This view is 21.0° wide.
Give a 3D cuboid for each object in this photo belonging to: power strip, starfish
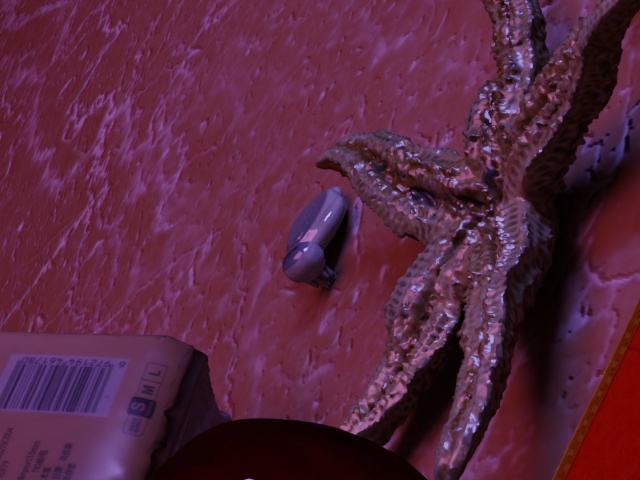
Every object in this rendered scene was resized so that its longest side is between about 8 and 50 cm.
[{"bbox_3d":[0.000,0.000,1.130,0.055,0.035,0.083,-42,17,35],"label":"power strip"},{"bbox_3d":[0.073,-0.013,0.937,0.357,0.078,0.347,-64,24,8],"label":"starfish"}]

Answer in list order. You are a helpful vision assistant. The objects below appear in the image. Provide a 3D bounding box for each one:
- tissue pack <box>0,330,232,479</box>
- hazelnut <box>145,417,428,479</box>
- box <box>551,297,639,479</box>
[{"bbox_3d":[-0.182,0.227,0.995,0.238,0.238,0.305,-40,22,39],"label":"tissue pack"},{"bbox_3d":[-0.021,0.195,0.760,0.229,0.229,0.229,-44,29,33],"label":"hazelnut"},{"bbox_3d":[0.174,0.072,0.666,0.153,0.074,0.239,14,75,61],"label":"box"}]
